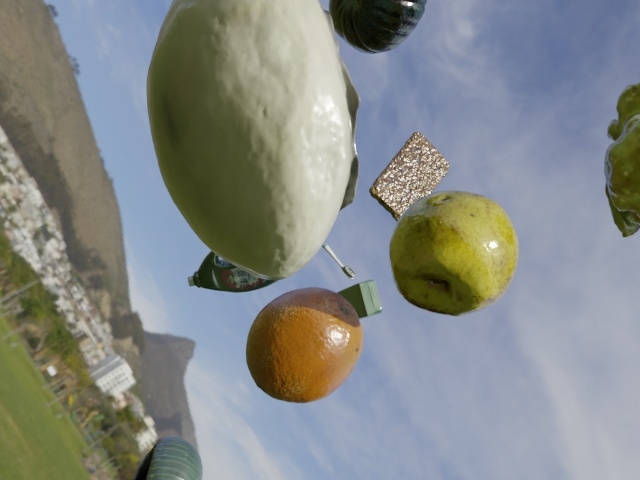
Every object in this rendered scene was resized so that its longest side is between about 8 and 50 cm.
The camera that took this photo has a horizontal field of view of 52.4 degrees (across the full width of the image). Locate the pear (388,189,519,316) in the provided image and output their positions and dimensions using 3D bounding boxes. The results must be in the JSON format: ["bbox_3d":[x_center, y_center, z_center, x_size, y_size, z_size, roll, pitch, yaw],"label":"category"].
[{"bbox_3d":[0.203,0.012,0.993,0.197,0.197,0.197,43,-28,29],"label":"pear"}]

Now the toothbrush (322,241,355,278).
[{"bbox_3d":[0.000,0.000,1.766,0.276,0.019,0.025,48,-22,-3],"label":"toothbrush"}]

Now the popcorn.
[{"bbox_3d":[0.573,-0.141,1.042,0.225,0.276,0.277,-10,-67,36],"label":"popcorn"}]

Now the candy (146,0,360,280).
[{"bbox_3d":[-0.113,-0.151,0.890,0.386,0.186,0.427,-41,-112,49],"label":"candy"}]

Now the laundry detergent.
[{"bbox_3d":[-0.203,0.059,1.495,0.063,0.210,0.137,-124,-157,-65],"label":"laundry detergent"}]

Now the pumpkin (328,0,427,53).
[{"bbox_3d":[0.103,-0.433,1.158,0.202,0.140,0.202,-1,-91,51],"label":"pumpkin"}]

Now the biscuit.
[{"bbox_3d":[0.214,-0.148,1.528,0.131,0.231,0.025,43,-30,-9],"label":"biscuit"}]

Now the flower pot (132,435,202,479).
[{"bbox_3d":[-0.404,0.636,1.719,0.157,0.243,0.189,33,-61,-16],"label":"flower pot"}]

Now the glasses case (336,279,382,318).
[{"bbox_3d":[0.085,0.141,1.480,0.184,0.039,0.078,141,-65,-71],"label":"glasses case"}]

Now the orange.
[{"bbox_3d":[-0.025,0.175,1.100,0.206,0.206,0.206,43,-28,29],"label":"orange"}]
